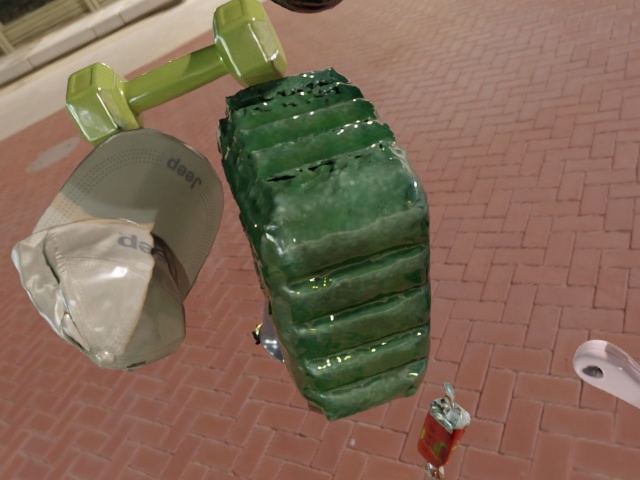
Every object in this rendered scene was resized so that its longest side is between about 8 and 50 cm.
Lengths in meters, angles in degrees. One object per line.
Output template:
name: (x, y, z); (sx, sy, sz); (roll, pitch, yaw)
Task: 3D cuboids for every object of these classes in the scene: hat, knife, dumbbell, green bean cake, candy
hat: (-0.192, 0.007, 0.604); (0.149, 0.214, 0.244); (31, 89, 51)
knife: (0.489, 0.254, 0.738); (0.336, 0.081, 0.043); (38, 54, 5)
dumbbell: (-0.200, -0.224, 0.752); (0.302, 0.108, 0.121); (-22, 52, 7)
green bean cake: (0.000, 0.000, 0.613); (0.169, 0.308, 0.300); (-16, 38, -6)
candy: (0.255, 0.406, 1.143); (0.059, 0.292, 0.086); (-22, 43, -34)

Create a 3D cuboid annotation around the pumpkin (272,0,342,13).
pumpkin: (-0.038, -0.320, 0.531); (0.140, 0.202, 0.202); (-41, 37, -2)

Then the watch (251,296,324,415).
watch: (0.015, 0.160, 1.142); (0.327, 0.314, 0.335); (22, 24, 36)
